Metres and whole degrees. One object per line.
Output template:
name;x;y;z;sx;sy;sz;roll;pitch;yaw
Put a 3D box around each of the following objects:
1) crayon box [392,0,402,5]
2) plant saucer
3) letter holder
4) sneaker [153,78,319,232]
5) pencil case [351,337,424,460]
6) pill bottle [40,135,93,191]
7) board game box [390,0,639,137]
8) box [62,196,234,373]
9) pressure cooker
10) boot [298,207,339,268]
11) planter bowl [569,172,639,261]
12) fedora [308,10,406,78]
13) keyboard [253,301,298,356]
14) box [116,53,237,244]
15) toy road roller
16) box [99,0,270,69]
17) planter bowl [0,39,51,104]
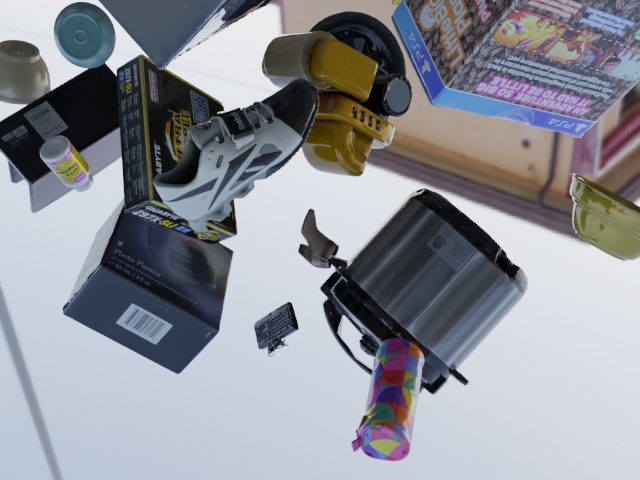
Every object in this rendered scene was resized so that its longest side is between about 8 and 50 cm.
crayon box;0.261;-0.594;1.555;0.202;0.318;0.081;11;-143;-2
plant saucer;-0.432;-0.372;1.490;0.119;0.119;0.021;2;-161;7
letter holder;-0.565;-0.224;1.837;0.302;0.214;0.152;-39;-94;-24
sneaker;-0.144;-0.168;1.395;0.330;0.146;0.122;-46;-137;1
pencil case;0.128;0.288;1.496;0.105;0.104;0.236;6;-142;13
pill bottle;-0.346;-0.103;1.129;0.043;0.083;0.043;-9;-124;13
board game box;0.257;-0.266;0.834;0.232;0.291;0.141;6;-129;-33
box;-0.375;0.087;1.849;0.296;0.183;0.294;32;-150;-20
pressure cooker;0.222;0.131;1.927;0.420;0.375;0.370;-48;-143;0
boot;0.000;0.000;1.745;0.087;0.118;0.042;22;-159;27
planter bowl;0.502;-0.026;1.401;0.217;0.090;0.217;25;-166;-7
fedora;0.079;-0.473;2.299;0.334;0.333;0.152;-6;-161;-4
keyboard;-0.117;0.225;2.022;0.038;0.192;0.100;-8;-107;-36
box;-0.286;-0.175;1.650;0.079;0.257;0.321;-20;-115;25
toy road roller;0.021;-0.279;1.759;0.330;0.240;0.203;23;173;-40
box;-0.204;-0.460;1.115;0.179;0.343;0.312;-35;-169;37
planter bowl;-0.726;-0.413;1.965;0.162;0.109;0.162;12;-146;-8
